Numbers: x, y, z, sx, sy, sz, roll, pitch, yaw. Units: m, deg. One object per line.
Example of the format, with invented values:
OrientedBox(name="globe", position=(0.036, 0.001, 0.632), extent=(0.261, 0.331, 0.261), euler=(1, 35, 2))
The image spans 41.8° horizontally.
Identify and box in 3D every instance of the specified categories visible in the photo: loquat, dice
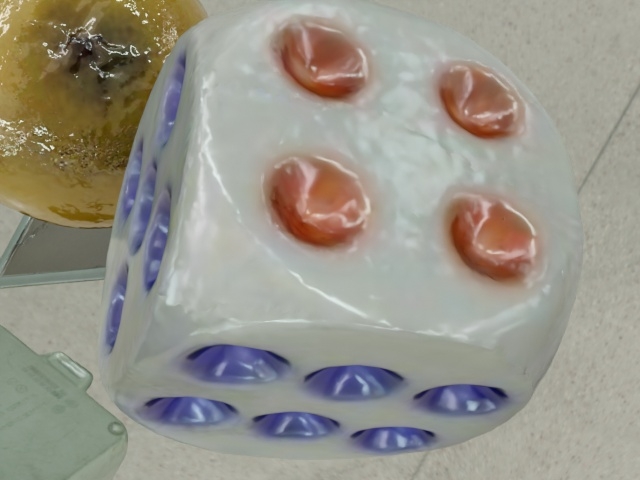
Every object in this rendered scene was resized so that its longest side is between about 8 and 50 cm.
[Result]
OrientedBox(name="loquat", position=(-0.215, -0.138, 0.763), extent=(0.262, 0.263, 0.263), euler=(-4, 68, 10))
OrientedBox(name="dice", position=(0.000, 0.000, 0.583), extent=(0.259, 0.243, 0.251), euler=(13, 58, -19))

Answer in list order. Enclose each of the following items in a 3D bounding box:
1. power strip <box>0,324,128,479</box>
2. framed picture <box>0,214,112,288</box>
OrientedBox(name="power strip", position=(-0.200, 0.118, 0.370), extent=(0.118, 0.270, 0.046), euler=(36, 114, 11))
OrientedBox(name="framed picture", position=(-0.269, -0.059, 1.051), extent=(0.232, 0.019, 0.296), euler=(-5, 48, 23))
